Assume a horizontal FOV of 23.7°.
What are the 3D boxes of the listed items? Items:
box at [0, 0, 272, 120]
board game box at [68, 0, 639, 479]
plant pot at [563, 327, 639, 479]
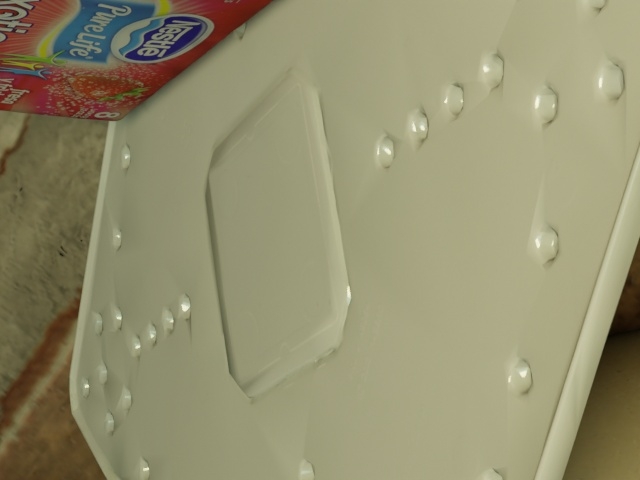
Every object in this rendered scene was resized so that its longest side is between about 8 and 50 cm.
[{"bbox_3d":[-0.094,-0.144,0.607,0.257,0.122,0.128,-25,66,60],"label":"box"},{"bbox_3d":[0.000,0.000,0.618,0.050,0.390,0.390,0,116,-27],"label":"board game box"},{"bbox_3d":[0.212,0.130,0.671,0.274,0.256,0.256,-25,103,4],"label":"plant pot"}]
